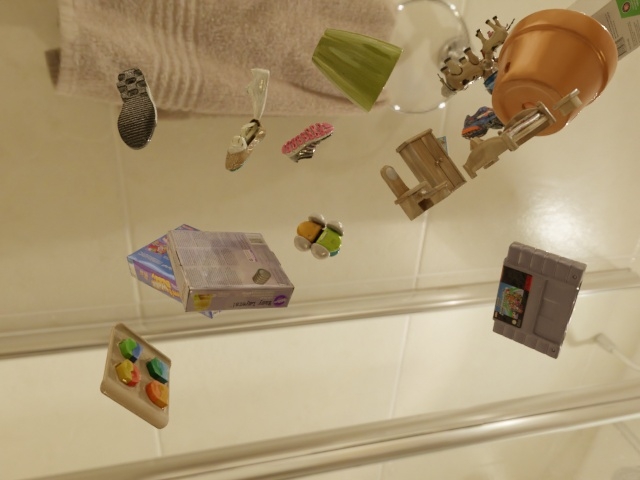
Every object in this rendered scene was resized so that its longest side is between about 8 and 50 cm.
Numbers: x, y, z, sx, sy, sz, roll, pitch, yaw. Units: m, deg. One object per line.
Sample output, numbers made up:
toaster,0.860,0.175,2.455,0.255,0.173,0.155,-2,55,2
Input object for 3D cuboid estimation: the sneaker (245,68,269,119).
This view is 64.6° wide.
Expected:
sneaker,-0.276,-0.622,2.151,0.080,0.094,0.212,-101,-159,-73

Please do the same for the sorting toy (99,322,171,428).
sorting toy,-0.414,0.307,1.174,0.193,0.038,0.208,50,11,-32

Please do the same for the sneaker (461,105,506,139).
sneaker,0.556,-0.409,1.662,0.221,0.083,0.087,-15,-112,47

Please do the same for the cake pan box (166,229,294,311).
cake pan box,-0.224,0.062,1.206,0.267,0.246,0.070,51,-49,48

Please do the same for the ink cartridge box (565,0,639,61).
ink cartridge box,0.814,-0.615,1.547,0.211,0.289,0.121,42,19,-38

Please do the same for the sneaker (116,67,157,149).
sneaker,-0.577,-0.398,1.641,0.146,0.122,0.330,83,-6,-58

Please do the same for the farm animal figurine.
farm animal figurine,0.651,-0.722,2.085,0.172,0.327,0.330,60,10,11

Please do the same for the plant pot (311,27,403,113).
plant pot,0.123,-0.682,1.953,0.275,0.293,0.275,-62,-176,7

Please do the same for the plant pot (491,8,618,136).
plant pot,0.581,-0.412,1.314,0.203,0.291,0.291,-55,-179,-21

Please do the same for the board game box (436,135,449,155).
board game box,0.487,-0.353,2.126,0.026,0.103,0.154,24,60,-60

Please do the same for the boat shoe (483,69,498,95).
boat shoe,0.651,-0.561,1.852,0.109,0.089,0.258,-38,-170,39

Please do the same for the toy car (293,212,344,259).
toy car,0.000,0.000,1.881,0.159,0.182,0.136,-56,154,-23

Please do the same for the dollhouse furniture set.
dollhouse furniture set,0.343,-0.240,1.153,0.174,0.303,0.355,55,-36,3

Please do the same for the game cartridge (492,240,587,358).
game cartridge,0.676,0.192,1.603,0.230,0.068,0.355,19,-52,30

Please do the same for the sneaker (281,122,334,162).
sneaker,-0.032,-0.291,1.527,0.063,0.170,0.075,63,7,34

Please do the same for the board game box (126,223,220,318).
board game box,-0.374,0.079,1.528,0.347,0.233,0.078,21,-51,29

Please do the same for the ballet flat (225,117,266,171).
ballet flat,-0.217,-0.274,1.411,0.206,0.073,0.067,-67,151,-43
